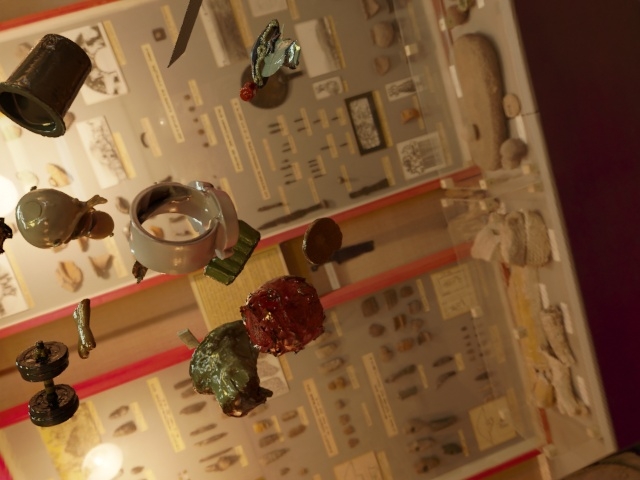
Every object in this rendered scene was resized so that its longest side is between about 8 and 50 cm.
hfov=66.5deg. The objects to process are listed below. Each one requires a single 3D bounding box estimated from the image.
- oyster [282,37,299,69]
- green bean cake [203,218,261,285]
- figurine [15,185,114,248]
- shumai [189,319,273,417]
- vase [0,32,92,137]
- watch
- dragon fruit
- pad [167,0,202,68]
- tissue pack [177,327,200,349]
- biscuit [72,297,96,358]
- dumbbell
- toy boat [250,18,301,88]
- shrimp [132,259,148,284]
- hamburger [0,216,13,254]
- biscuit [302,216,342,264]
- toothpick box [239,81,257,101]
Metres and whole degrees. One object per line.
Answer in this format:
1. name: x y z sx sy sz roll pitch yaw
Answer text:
1. oyster: -0.115 -0.622 1.639 0.146 0.045 0.122 -31 72 55
2. green bean cake: -0.289 0.042 1.591 0.113 0.214 0.200 32 170 -8
3. figurine: -0.840 -0.076 1.710 0.227 0.274 0.394 67 -172 11
4. shumai: -0.354 0.567 2.076 0.324 0.397 0.323 18 -162 -45
5. vase: -0.911 -0.530 1.647 0.245 0.245 0.291 85 -161 -60
6. watch: -0.334 -0.035 1.145 0.244 0.231 0.196 54 144 29
7. dragon fruit: -0.134 0.272 1.777 0.295 0.301 0.296 160 90 -79
8. pad: -0.536 -0.852 1.958 0.300 0.005 0.202 -53 16 38
9. tissue pack: -0.592 0.443 2.194 0.108 0.056 0.023 61 -176 -36
10. biscuit: -0.931 0.348 1.921 0.164 0.047 0.208 -39 63 41
11. dumbbell: -1.066 0.561 1.919 0.185 0.185 0.388 -126 34 -63
12. toy boat: -0.141 -0.616 1.552 0.291 0.070 0.210 -10 76 55
13. shrimp: -0.783 0.126 2.116 0.042 0.101 0.190 38 131 12
14. hamburger: -1.160 -0.018 1.671 0.093 0.189 0.164 7 105 46
15. biscuit: 0.000 0.000 2.002 0.049 0.208 0.181 10 138 48
16. toothpick box: -0.226 -0.467 1.533 0.083 0.047 0.047 -83 -19 -61
